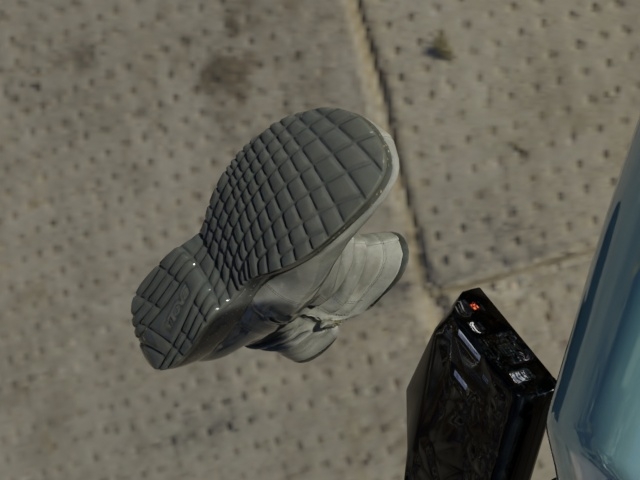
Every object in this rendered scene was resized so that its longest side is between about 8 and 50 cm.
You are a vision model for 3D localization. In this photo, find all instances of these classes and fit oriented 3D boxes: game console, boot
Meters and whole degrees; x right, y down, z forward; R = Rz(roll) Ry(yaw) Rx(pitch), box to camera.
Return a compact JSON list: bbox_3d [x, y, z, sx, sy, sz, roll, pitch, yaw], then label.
[{"bbox_3d":[0.158,0.216,1.191,0.361,0.044,0.213,55,146,42],"label":"game console"},{"bbox_3d":[0.000,0.000,1.087,0.246,0.161,0.083,-43,62,37],"label":"boot"}]

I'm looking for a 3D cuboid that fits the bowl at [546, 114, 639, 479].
[{"bbox_3d":[0.207,0.088,0.620,0.311,0.311,0.163,35,89,26],"label":"bowl"}]
